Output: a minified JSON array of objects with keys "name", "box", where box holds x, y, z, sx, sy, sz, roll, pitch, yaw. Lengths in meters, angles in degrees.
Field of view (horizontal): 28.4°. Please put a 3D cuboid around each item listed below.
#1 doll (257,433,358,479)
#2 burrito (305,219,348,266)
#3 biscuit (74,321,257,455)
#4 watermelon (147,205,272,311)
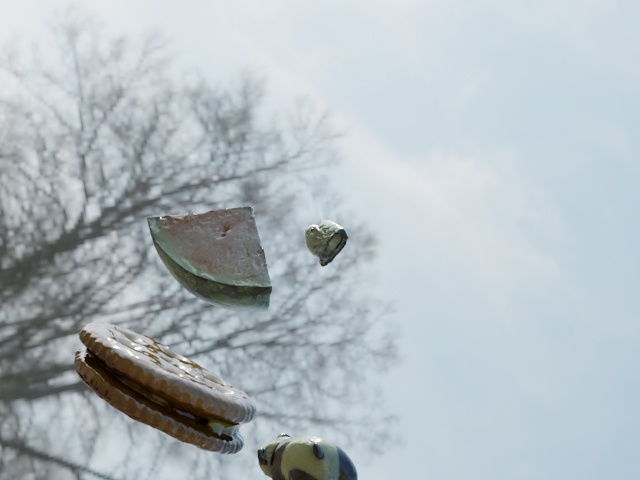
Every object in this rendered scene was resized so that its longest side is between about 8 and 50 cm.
[{"name":"doll","box":[-0.034,0.458,2.559,0.234,0.143,0.135,-7,-73,59]},{"name":"burrito","box":[0.002,-0.003,2.226,0.044,0.074,0.118,41,-1,-30]},{"name":"biscuit","box":[-0.173,0.162,1.395,0.220,0.220,0.066,27,-91,55]},{"name":"watermelon","box":[-0.164,0.030,2.127,0.256,0.176,0.260,37,-19,11]}]
